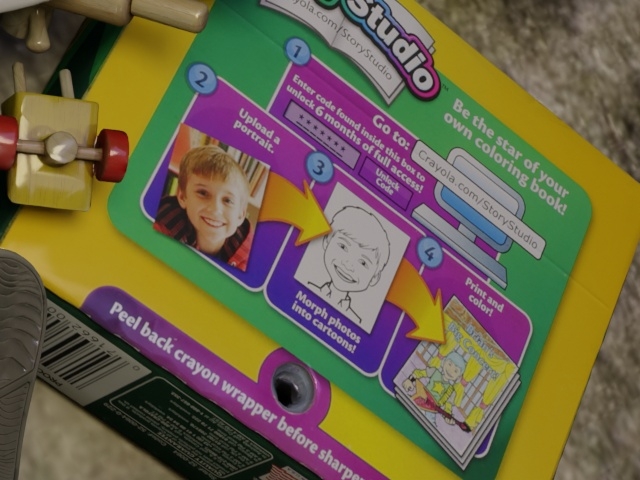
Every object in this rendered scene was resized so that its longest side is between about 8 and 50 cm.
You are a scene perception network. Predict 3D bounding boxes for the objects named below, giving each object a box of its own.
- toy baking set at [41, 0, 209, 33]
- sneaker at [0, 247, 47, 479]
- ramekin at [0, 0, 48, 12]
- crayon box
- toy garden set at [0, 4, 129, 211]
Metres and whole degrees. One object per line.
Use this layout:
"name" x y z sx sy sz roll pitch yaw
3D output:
"toy baking set" -0.131 -0.186 1.050 0.256 0.030 0.197 14 39 6
"sneaker" -0.214 0.110 0.944 0.083 0.118 0.222 34 65 -43
"ramekin" -0.205 -0.242 0.971 0.273 0.127 0.273 5 44 -5
"crayon box" 0.000 0.000 1.130 0.363 0.106 0.313 37 55 -19
"toy garden set" -0.216 -0.102 0.983 0.204 0.049 0.244 6 41 -22
